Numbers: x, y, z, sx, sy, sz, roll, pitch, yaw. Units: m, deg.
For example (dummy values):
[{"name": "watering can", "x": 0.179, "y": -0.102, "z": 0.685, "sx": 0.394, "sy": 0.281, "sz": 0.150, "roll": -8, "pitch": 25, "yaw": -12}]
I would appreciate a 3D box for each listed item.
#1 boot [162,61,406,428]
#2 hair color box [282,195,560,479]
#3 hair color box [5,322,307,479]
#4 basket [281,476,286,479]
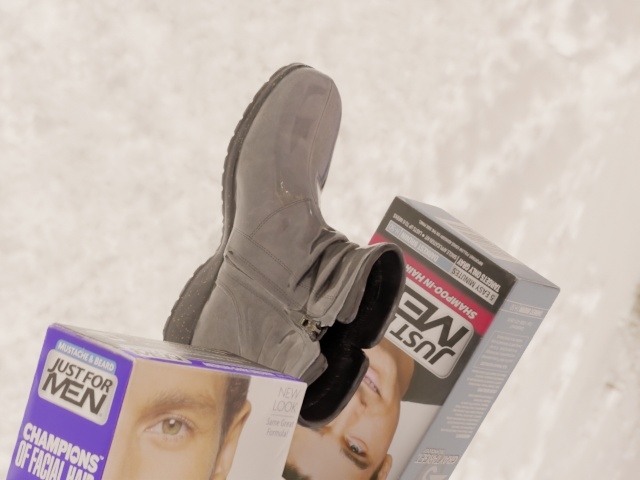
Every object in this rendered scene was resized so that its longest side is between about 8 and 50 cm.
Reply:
[{"name": "boot", "x": 0.000, "y": 0.000, "z": 1.377, "sx": 0.118, "sy": 0.222, "sz": 0.338, "roll": 24, "pitch": 80, "yaw": -41}, {"name": "hair color box", "x": 0.085, "y": 0.160, "z": 1.676, "sx": 0.113, "sy": 0.185, "sz": 0.375, "roll": 13, "pitch": 109, "yaw": -55}, {"name": "hair color box", "x": -0.146, "y": 0.244, "z": 1.101, "sx": 0.185, "sy": 0.110, "sz": 0.339, "roll": 14, "pitch": 90, "yaw": -48}, {"name": "basket", "x": -0.094, "y": 0.388, "z": 1.580, "sx": 0.266, "sy": 0.331, "sz": 0.328, "roll": -60, "pitch": 180, "yaw": -16}]
